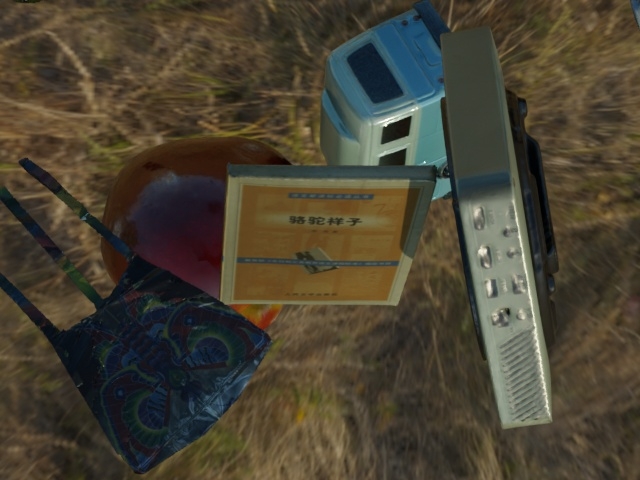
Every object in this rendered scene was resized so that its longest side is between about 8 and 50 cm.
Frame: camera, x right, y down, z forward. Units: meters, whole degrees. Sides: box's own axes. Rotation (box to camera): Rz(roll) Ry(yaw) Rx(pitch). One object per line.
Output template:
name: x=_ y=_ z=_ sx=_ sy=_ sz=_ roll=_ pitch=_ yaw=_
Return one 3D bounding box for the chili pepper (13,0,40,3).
chili pepper: x=-0.320 y=-0.303 z=1.730 sx=0.050 sy=0.182 sz=0.073 roll=-23 pitch=108 yaw=-27

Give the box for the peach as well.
peach: x=-0.121 y=-0.012 z=1.674 sx=0.243 sy=0.199 sz=0.243 roll=-1 pitch=73 yaw=4

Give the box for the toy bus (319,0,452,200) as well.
toy bus: x=0.083 y=-0.134 z=1.784 sx=0.165 sy=0.271 sz=0.133 roll=-24 pitch=66 yaw=-13

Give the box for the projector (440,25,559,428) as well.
projector: x=0.156 y=-0.015 z=1.314 sx=0.079 sy=0.259 sz=0.257 roll=-9 pitch=125 yaw=8

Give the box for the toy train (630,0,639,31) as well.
toy train: x=0.291 y=-0.260 z=1.327 sx=0.089 sy=0.219 sz=0.127 roll=-15 pitch=68 yaw=19

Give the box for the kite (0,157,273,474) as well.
kite: x=-0.184 y=0.048 z=1.257 sx=0.285 sy=0.015 sz=0.152 roll=42 pitch=81 yaw=14

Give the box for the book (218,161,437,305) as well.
book: x=0.000 y=0.001 z=1.331 sx=0.170 sy=0.241 sz=0.018 roll=0 pitch=63 yaw=-5
